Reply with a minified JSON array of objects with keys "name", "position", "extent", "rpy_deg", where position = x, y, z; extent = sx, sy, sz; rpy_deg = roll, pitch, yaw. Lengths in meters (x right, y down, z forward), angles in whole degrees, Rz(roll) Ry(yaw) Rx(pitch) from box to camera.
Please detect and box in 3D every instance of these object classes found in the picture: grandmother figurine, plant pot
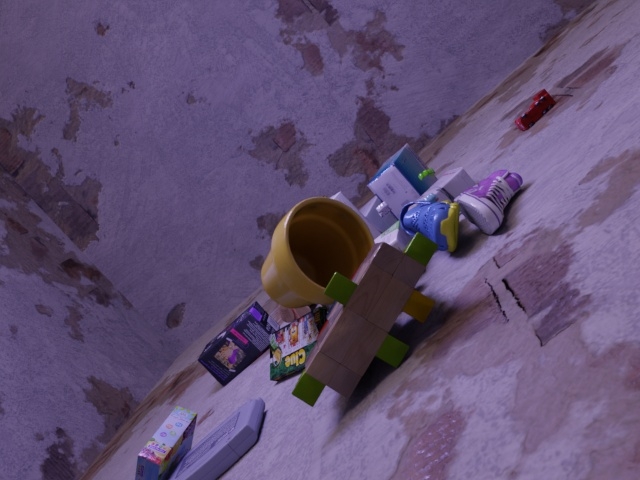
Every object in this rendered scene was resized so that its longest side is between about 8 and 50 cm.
[{"name":"grandmother figurine","position":[-0.045,0.190,2.276],"extent":[0.207,0.104,0.342],"rpy_deg":[-8,18,24]},{"name":"plant pot","position":[-0.026,0.056,1.517],"extent":[0.254,0.254,0.239],"rpy_deg":[-47,3,-39]}]

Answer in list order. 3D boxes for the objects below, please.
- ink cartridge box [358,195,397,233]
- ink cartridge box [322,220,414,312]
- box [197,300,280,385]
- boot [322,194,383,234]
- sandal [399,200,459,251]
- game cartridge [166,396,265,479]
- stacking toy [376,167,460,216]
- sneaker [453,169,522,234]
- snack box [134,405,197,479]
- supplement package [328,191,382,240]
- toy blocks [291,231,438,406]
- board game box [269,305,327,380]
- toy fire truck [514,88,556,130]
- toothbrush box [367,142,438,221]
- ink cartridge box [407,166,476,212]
[{"name":"ink cartridge box","position":[0.142,-0.010,2.292],"extent":[0.272,0.130,0.309],"rpy_deg":[-41,5,25]},{"name":"ink cartridge box","position":[0.141,0.091,1.649],"extent":[0.273,0.115,0.198],"rpy_deg":[-40,6,17]},{"name":"box","position":[-0.297,0.379,2.257],"extent":[0.270,0.143,0.165],"rpy_deg":[-41,7,9]},{"name":"boot","position":[0.060,0.004,2.088],"extent":[0.236,0.269,0.089],"rpy_deg":[-49,11,29]},{"name":"sandal","position":[0.273,-0.042,1.538],"extent":[0.317,0.138,0.126],"rpy_deg":[-45,-40,-85]},{"name":"game cartridge","position":[-0.258,0.517,1.481],"extent":[0.294,0.060,0.196],"rpy_deg":[-41,2,8]},{"name":"stacking toy","position":[0.292,-0.089,1.790],"extent":[0.221,0.167,0.052],"rpy_deg":[-38,-26,4]},{"name":"sneaker","position":[0.412,-0.109,1.446],"extent":[0.161,0.102,0.282],"rpy_deg":[-35,9,9]},{"name":"snack box","position":[-0.406,0.568,1.599],"extent":[0.207,0.070,0.175],"rpy_deg":[-51,-23,-64]},{"name":"supplement package","position":[0.064,0.019,1.912],"extent":[0.199,0.263,0.198],"rpy_deg":[-46,7,-11]},{"name":"toy blocks","position":[0.082,0.153,1.268],"extent":[0.381,0.190,0.261],"rpy_deg":[-59,0,-3]},{"name":"board game box","position":[-0.062,0.282,1.640],"extent":[0.259,0.030,0.136],"rpy_deg":[-36,51,46]},{"name":"toy fire truck","position":[0.720,-0.440,2.060],"extent":[0.192,0.047,0.135],"rpy_deg":[-43,6,-4]},{"name":"toothbrush box","position":[0.305,-0.192,2.136],"extent":[0.126,0.216,0.295],"rpy_deg":[-38,8,28]},{"name":"ink cartridge box","position":[0.373,-0.130,1.900],"extent":[0.190,0.082,0.139],"rpy_deg":[-41,6,-7]}]
